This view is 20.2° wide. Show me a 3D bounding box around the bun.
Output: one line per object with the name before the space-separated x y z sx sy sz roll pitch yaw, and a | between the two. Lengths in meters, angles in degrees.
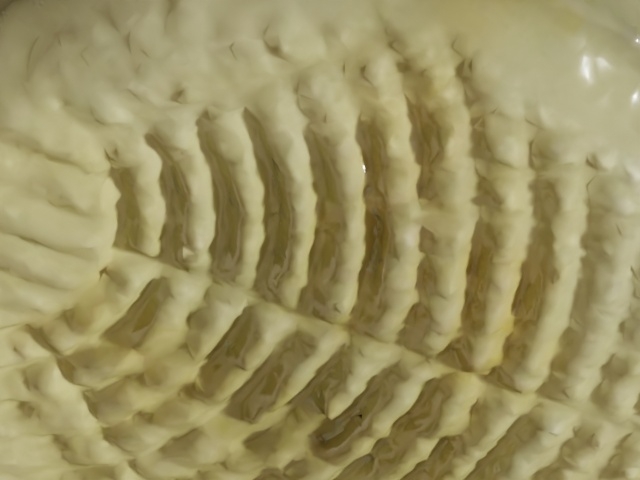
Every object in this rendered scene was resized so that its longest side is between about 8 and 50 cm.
bun | 0.002 0.001 0.686 0.364 0.202 0.364 6 125 8
